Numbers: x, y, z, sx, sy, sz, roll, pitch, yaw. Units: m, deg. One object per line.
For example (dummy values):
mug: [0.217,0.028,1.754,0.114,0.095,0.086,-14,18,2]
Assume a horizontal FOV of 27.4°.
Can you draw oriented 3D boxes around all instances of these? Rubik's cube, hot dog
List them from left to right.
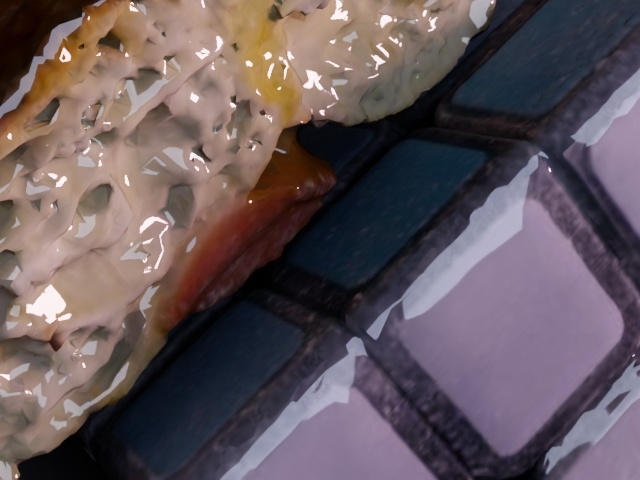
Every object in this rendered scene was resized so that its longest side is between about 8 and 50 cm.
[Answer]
hot dog: [-0.139,-0.109,0.582,0.367,0.365,0.196,-47,141,-19]
Rubik's cube: [0.073,0.077,0.649,0.305,0.301,0.304,-46,113,-12]
